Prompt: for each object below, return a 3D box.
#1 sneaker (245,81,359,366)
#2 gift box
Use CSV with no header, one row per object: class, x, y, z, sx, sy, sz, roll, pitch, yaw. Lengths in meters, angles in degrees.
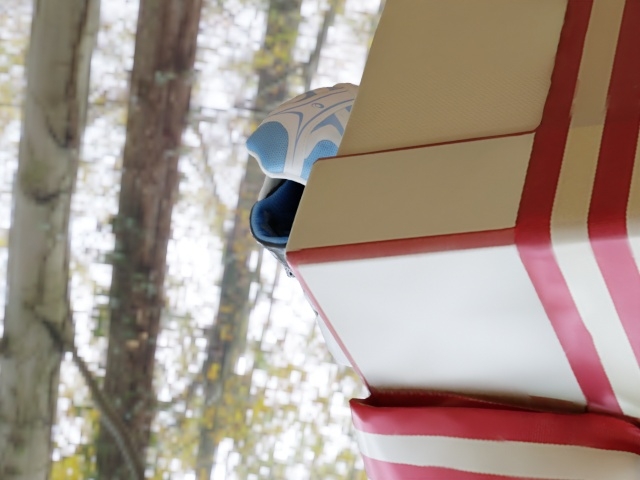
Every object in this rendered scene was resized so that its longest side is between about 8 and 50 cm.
sneaker,0.000,0.000,0.879,0.086,0.237,0.085,-21,-128,-11
gift box,0.166,0.011,0.549,0.255,0.276,0.258,-10,-137,31
